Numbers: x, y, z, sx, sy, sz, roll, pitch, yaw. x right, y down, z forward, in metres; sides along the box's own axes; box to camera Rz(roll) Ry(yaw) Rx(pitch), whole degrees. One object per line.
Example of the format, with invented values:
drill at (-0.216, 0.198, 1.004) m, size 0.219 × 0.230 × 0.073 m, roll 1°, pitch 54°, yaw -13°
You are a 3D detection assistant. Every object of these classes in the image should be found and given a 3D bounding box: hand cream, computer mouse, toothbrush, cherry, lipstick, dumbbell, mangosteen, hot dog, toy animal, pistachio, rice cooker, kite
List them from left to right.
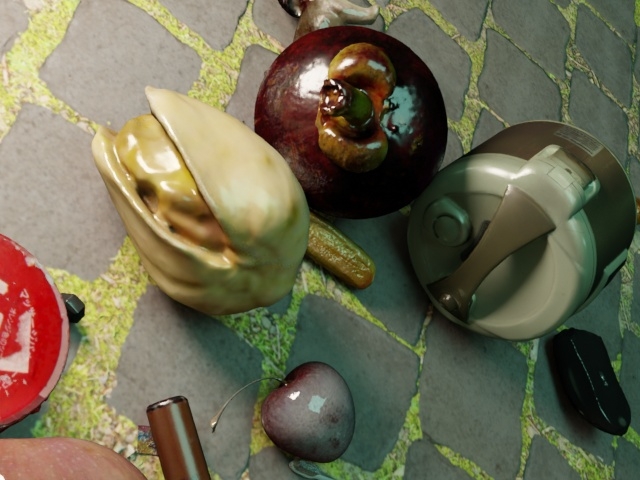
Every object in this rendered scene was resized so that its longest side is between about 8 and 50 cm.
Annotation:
hand cream at (-0.387, 0.107, 0.948) m, size 0.230 × 0.149 × 0.230 m, roll 20°, pitch 55°, yaw -31°
dumbbell at (-0.314, 0.098, 1.094) m, size 0.040 × 0.036 × 0.083 m, roll 48°, pitch 45°, yaw -12°
kite at (-0.221, 0.247, 1.126) m, size 0.078 × 0.002 × 0.044 m, roll -7°, pitch 74°, yaw -44°
pistachio at (-0.150, -0.050, 1.192) m, size 0.321 × 0.229 × 0.238 m, roll 50°, pitch 3°, yaw -3°
lipstick at (-0.136, 0.362, 1.103) m, size 0.057 × 0.057 × 0.356 m, roll -8°, pitch 75°, yaw -43°
cherry at (-0.032, 0.250, 1.228) m, size 0.188 × 0.115 × 0.148 m, roll -43°, pitch 134°, yaw -37°
hot dog at (0.000, 0.000, 1.416) m, size 0.216 × 0.047 × 0.066 m, roll 34°, pitch 87°, yaw -23°
toy animal at (0.000, -0.357, 1.557) m, size 0.169 × 0.121 × 0.233 m, roll 14°, pitch 69°, yaw -18°
mangosteen at (0.051, -0.184, 1.377) m, size 0.297 × 0.293 × 0.297 m, roll 9°, pitch 53°, yaw -13°
toothbrush at (0.070, 0.363, 1.307) m, size 0.276 × 0.025 × 0.019 m, roll 31°, pitch 50°, yaw -26°
rice cooker at (0.332, -0.017, 1.520) m, size 0.325 × 0.335 × 0.335 m, roll -31°, pitch 91°, yaw -47°
computer mouse at (0.493, 0.261, 1.700) m, size 0.122 × 0.073 × 0.217 m, roll 8°, pitch 57°, yaw -41°

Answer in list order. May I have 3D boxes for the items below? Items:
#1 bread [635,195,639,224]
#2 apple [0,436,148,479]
bread at (0.613, -0.087, 1.983) m, size 0.233 × 0.076 × 0.105 m, roll 30°, pitch 39°, yaw -18°
apple at (-0.279, 0.307, 0.854) m, size 0.306 × 0.306 × 0.234 m, roll 14°, pitch 54°, yaw -37°
